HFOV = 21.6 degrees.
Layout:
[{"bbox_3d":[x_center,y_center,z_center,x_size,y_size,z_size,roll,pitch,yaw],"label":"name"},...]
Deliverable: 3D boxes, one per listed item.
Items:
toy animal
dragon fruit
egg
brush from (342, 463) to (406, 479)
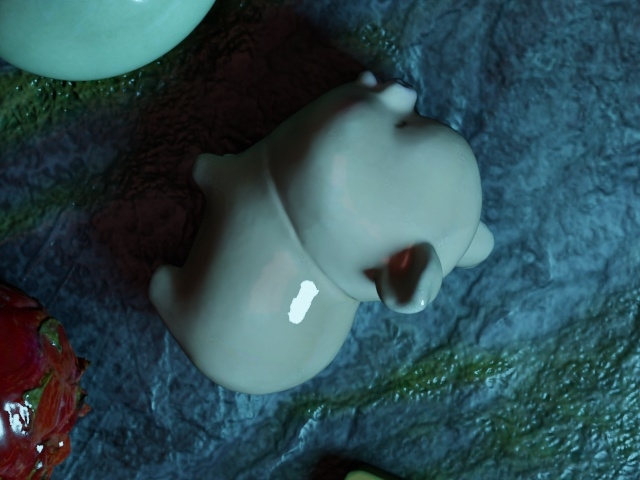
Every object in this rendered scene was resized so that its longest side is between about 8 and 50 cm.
[{"bbox_3d":[0.000,0.000,1.512,0.269,0.237,0.326,25,105,13],"label":"toy animal"},{"bbox_3d":[-0.341,0.139,1.566,0.241,0.241,0.252,-40,79,11],"label":"dragon fruit"},{"bbox_3d":[-0.198,-0.243,1.508,0.253,0.186,0.186,-29,93,7],"label":"egg"},{"bbox_3d":[0.097,0.304,1.611,0.197,0.059,0.123,23,97,3],"label":"brush"}]
